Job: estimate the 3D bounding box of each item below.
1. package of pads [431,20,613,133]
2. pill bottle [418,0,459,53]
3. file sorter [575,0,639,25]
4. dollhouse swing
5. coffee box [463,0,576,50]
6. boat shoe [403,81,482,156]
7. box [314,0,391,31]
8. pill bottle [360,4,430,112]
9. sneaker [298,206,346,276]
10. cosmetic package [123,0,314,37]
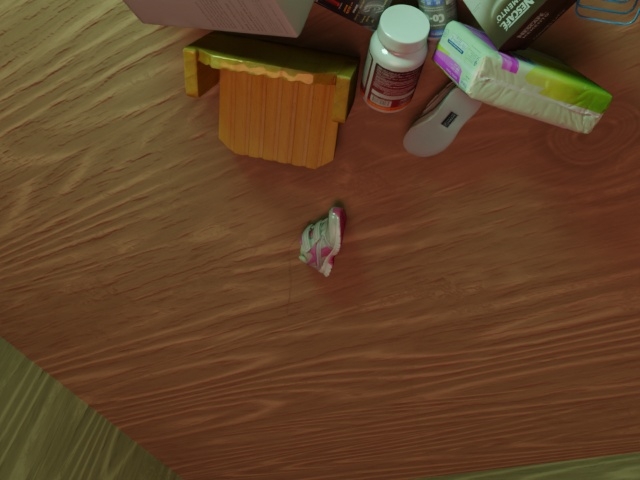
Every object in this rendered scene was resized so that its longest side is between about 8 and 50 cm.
[{"bbox_3d":[0.387,-0.323,1.433,0.297,0.229,0.101,13,118,-19],"label":"package of pads"},{"bbox_3d":[0.243,-0.458,1.485,0.078,0.078,0.137,-1,133,17],"label":"pill bottle"},{"bbox_3d":[0.527,-0.483,1.316,0.118,0.170,0.104,11,138,5],"label":"file sorter"},{"bbox_3d":[-0.112,-0.278,1.631,0.347,0.315,0.304,12,116,3],"label":"dollhouse swing"},{"bbox_3d":[0.330,-0.485,1.320,0.141,0.098,0.246,-45,67,42],"label":"coffee box"},{"bbox_3d":[0.280,-0.288,1.641,0.096,0.088,0.267,29,145,-6],"label":"boat shoe"},{"bbox_3d":[0.069,-0.591,1.401,0.243,0.076,0.307,23,136,-8],"label":"box"},{"bbox_3d":[0.156,-0.378,1.522,0.121,0.121,0.221,15,153,1],"label":"pill bottle"},{"bbox_3d":[0.000,0.000,1.996,0.111,0.102,0.252,16,136,-3],"label":"sneaker"},{"bbox_3d":[-0.191,-0.521,1.353,0.385,0.217,0.156,15,163,30],"label":"cosmetic package"}]
